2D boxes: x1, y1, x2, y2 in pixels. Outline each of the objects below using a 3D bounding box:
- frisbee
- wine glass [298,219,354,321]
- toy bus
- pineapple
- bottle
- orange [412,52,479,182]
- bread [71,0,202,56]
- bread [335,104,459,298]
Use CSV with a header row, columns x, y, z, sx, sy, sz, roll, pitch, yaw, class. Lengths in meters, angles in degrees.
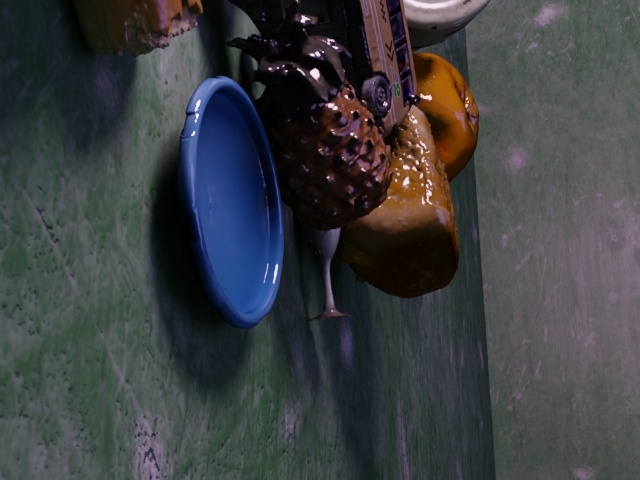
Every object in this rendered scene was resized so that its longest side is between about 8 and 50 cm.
x,y,z,sx,sy,sz,roll,pitch,yaw,class
-0.091,-0.035,0.909,0.242,0.045,0.242,-7,90,-73,frisbee
0.000,0.000,1.183,0.066,0.066,0.197,11,71,-73,wine glass
0.029,-0.273,1.185,0.157,0.140,0.289,-39,121,-49,toy bus
-0.031,-0.164,1.038,0.310,0.141,0.170,64,-7,-32,pineapple
0.120,-0.384,1.412,0.352,0.229,0.229,-173,-104,-84,bottle
0.181,-0.207,1.651,0.249,0.183,0.248,-5,90,-72,orange
-0.141,-0.202,0.740,0.125,0.082,0.106,-59,146,-60,bread
0.089,-0.054,1.303,0.195,0.176,0.246,65,15,-51,bread
